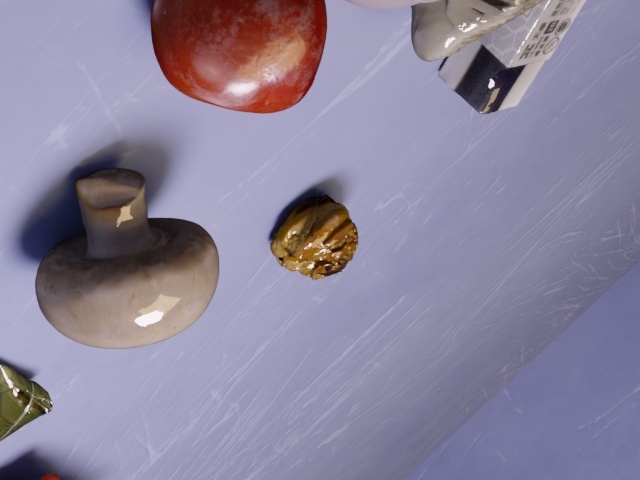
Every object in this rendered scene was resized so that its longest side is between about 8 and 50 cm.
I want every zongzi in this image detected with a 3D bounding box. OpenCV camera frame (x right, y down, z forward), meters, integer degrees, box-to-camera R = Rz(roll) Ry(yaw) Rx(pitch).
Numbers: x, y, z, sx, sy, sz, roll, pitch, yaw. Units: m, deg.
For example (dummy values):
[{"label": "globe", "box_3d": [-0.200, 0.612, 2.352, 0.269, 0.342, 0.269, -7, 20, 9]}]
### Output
[{"label": "zongzi", "box_3d": [-0.404, 0.202, 1.581, 0.104, 0.052, 0.113, -36, 144, 3]}]

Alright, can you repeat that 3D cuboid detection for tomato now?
[{"label": "tomato", "box_3d": [-0.078, -0.197, 1.247, 0.187, 0.151, 0.187, -22, 168, -5]}]

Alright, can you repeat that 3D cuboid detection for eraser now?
[{"label": "eraser", "box_3d": [0.293, -0.344, 1.623, 0.098, 0.096, 0.404, -19, 149, -44]}]

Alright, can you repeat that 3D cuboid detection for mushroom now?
[{"label": "mushroom", "box_3d": [-0.217, 0.015, 1.401, 0.204, 0.204, 0.204, -33, 155, -18]}]

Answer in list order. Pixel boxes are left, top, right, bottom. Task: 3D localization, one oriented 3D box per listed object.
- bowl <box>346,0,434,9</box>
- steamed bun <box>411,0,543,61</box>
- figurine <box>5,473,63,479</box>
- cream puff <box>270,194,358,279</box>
[{"label": "bowl", "box_3d": [0.098, -0.342, 1.271, 0.287, 0.144, 0.287, -32, 155, -17]}, {"label": "steamed bun", "box_3d": [0.189, -0.317, 1.460, 0.218, 0.144, 0.211, -27, -174, 46]}, {"label": "figurine", "box_3d": [-0.441, 0.494, 1.854, 0.306, 0.241, 0.412, 22, 136, -38]}, {"label": "cream puff", "box_3d": [0.000, 0.000, 1.773, 0.119, 0.104, 0.133, -55, 155, 14]}]
